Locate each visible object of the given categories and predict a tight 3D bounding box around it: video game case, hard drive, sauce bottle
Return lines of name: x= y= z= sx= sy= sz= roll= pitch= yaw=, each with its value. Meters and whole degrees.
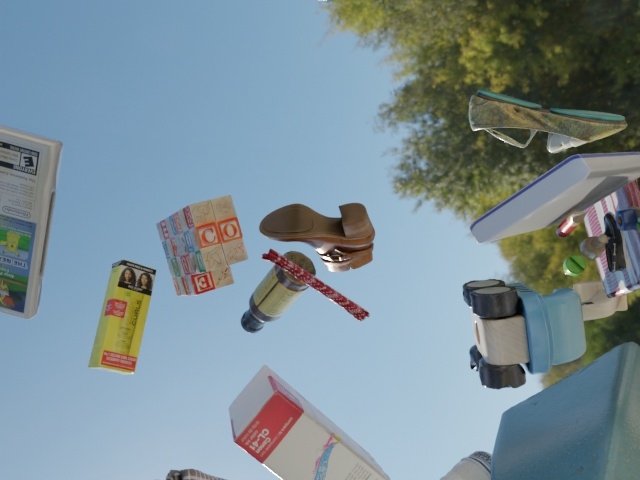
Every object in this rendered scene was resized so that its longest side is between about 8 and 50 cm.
video game case: x=-0.588 y=-0.054 z=0.993 sx=0.036 sy=0.328 sz=0.300 roll=-82 pitch=8 yaw=-73
hard drive: x=0.417 y=-0.077 z=1.074 sx=0.318 sy=0.210 sz=0.040 roll=-10 pitch=-112 yaw=-47
sauce bottle: x=-0.131 y=0.154 z=1.741 sx=0.111 sy=0.344 sz=0.111 roll=16 pitch=-127 yaw=-22

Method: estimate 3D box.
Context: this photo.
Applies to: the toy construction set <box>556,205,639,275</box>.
toy construction set: x=0.558 y=0.012 z=1.027 sx=0.237 sy=0.308 sz=0.258 roll=56 pitch=-129 yaw=-74

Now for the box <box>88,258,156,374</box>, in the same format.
box: x=-0.422 y=0.164 z=1.356 sx=0.087 sy=0.058 sz=0.232 roll=24 pitch=-117 yaw=-35

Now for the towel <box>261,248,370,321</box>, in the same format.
towel: x=-0.007 y=0.104 z=1.477 sx=0.031 sy=0.274 sz=0.199 roll=-57 pitch=-5 yaw=-2

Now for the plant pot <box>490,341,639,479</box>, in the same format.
plant pot: x=0.374 y=0.332 z=0.822 sx=0.248 sy=0.247 sz=0.252 roll=51 pitch=-148 yaw=7

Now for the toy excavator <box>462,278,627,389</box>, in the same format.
toy excavator: x=0.585 y=0.193 z=1.570 sx=0.433 sy=0.445 sz=0.222 roll=-36 pitch=-61 yaw=-83

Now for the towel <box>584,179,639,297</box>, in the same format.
towel: x=0.659 y=-0.004 z=1.395 sx=0.329 sy=0.037 sz=0.237 roll=52 pitch=-153 yaw=-75

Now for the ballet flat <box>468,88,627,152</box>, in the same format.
ballet flat: x=0.512 y=-0.264 z=1.464 sx=0.123 sy=0.348 sz=0.123 roll=-50 pitch=-31 yaw=-46

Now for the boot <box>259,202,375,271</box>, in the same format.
boot: x=0.000 y=0.000 z=1.629 sx=0.220 sy=0.283 sz=0.109 roll=74 pitch=-174 yaw=-55

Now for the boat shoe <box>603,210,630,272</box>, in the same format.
boat shoe: x=0.553 y=0.005 z=1.201 sx=0.046 sy=0.038 sz=0.125 roll=-87 pitch=-25 yaw=-64

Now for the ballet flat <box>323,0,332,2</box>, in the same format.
ballet flat: x=-0.013 y=-0.462 z=1.062 sx=0.070 sy=0.070 sz=0.188 roll=51 pitch=-160 yaw=-42

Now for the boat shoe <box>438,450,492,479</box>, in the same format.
boat shoe: x=0.221 y=0.527 z=1.008 sx=0.156 sy=0.136 sz=0.367 roll=-14 pitch=-68 yaw=-31

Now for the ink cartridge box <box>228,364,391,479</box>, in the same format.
ink cartridge box: x=-0.028 y=0.410 z=1.266 sx=0.306 sy=0.131 sz=0.226 roll=43 pitch=173 yaw=-8

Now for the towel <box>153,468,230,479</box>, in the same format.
towel: x=-0.226 y=0.576 z=1.212 sx=0.284 sy=0.121 sz=0.235 roll=60 pitch=-160 yaw=-57

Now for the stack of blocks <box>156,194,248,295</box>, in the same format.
stack of blocks: x=-0.243 y=0.019 z=1.295 sx=0.087 sy=0.297 sz=0.171 roll=-17 pitch=-88 yaw=-26
